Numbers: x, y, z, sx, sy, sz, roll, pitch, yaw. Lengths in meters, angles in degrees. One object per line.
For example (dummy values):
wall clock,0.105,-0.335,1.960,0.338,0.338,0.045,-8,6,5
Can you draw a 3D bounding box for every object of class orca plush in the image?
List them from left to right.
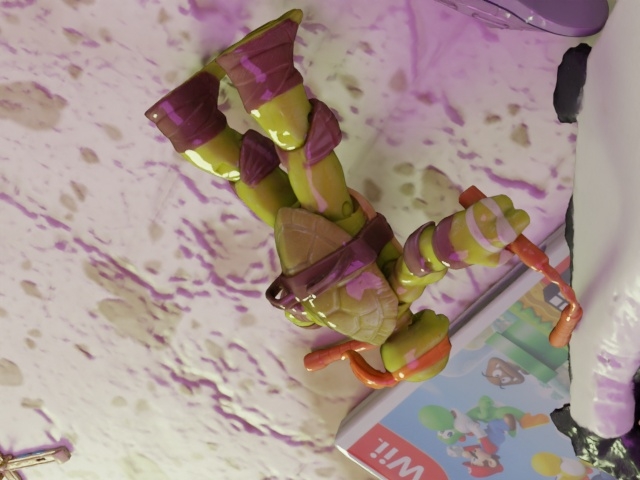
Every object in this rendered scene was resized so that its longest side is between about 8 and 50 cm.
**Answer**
orca plush,0.184,-0.006,0.707,0.102,0.151,0.287,-11,115,-16

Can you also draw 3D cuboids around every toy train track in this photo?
toy train track,-0.211,0.159,1.061,0.083,0.014,0.048,-16,120,29

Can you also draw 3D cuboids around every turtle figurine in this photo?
turtle figurine,0.000,0.000,0.791,0.217,0.087,0.269,54,154,-8

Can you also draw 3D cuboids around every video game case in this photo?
video game case,0.165,0.100,0.871,0.204,0.025,0.285,36,130,-10

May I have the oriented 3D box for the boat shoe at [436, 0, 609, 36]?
boat shoe,0.088,-0.118,0.726,0.100,0.035,0.035,17,158,2
